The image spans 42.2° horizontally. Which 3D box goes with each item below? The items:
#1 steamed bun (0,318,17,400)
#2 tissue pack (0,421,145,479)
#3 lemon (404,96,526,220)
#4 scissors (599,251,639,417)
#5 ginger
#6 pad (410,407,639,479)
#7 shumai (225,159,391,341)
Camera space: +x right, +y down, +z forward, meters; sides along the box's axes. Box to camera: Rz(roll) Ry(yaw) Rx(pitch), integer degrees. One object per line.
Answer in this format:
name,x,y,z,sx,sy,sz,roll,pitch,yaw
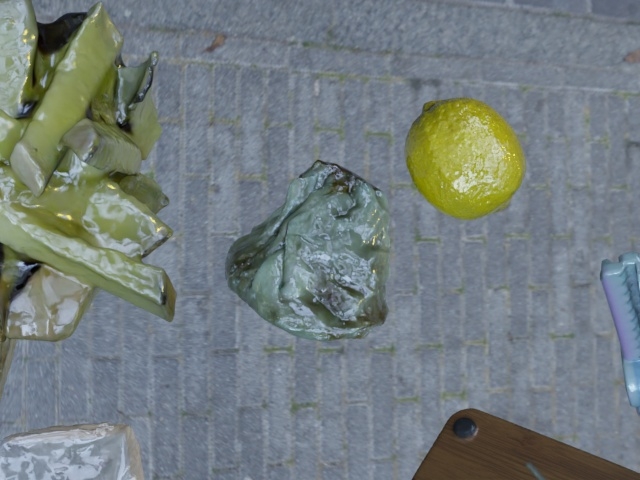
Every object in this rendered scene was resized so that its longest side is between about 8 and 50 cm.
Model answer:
steamed bun,-0.586,0.180,1.336,0.189,0.247,0.427,8,40,-13
tissue pack,-0.295,0.345,0.801,0.239,0.305,0.238,13,46,-14
lemon,0.223,-0.127,1.281,0.181,0.181,0.193,-13,96,-20
scissors,0.237,0.096,0.604,0.256,0.030,0.125,58,33,-42
ginger,-0.273,-0.100,1.026,0.358,0.211,0.413,-18,109,-53
pad,0.186,0.303,0.741,0.284,0.287,0.018,-51,141,-31
shumai,0.000,0.000,1.443,0.310,0.304,0.263,20,105,5
